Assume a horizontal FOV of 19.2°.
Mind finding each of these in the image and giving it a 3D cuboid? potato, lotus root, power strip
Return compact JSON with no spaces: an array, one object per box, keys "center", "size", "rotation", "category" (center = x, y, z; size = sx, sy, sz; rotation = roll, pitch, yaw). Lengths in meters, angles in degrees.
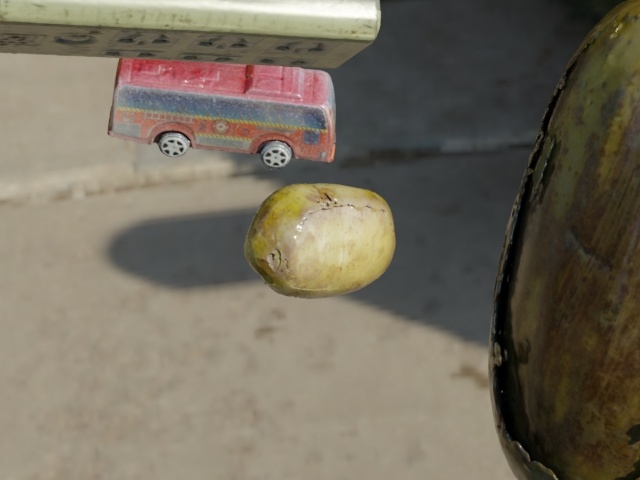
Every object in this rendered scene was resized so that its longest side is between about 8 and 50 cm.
[{"center":[0.000,0.000,1.702],"size":[0.170,0.107,0.080],"rotation":[-7,26,-42],"category":"potato"},{"center":[0.216,0.024,1.220],"size":[0.196,0.397,0.179],"rotation":[20,14,38],"category":"lotus root"},{"center":[-0.098,-0.127,1.071],"size":[0.268,0.034,0.092],"rotation":[1,-7,-18],"category":"power strip"}]

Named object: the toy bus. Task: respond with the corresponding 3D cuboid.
[{"center":[-0.080,-0.111,1.586],"size":[0.192,0.077,0.065],"rotation":[5,44,-3],"category":"toy bus"}]
